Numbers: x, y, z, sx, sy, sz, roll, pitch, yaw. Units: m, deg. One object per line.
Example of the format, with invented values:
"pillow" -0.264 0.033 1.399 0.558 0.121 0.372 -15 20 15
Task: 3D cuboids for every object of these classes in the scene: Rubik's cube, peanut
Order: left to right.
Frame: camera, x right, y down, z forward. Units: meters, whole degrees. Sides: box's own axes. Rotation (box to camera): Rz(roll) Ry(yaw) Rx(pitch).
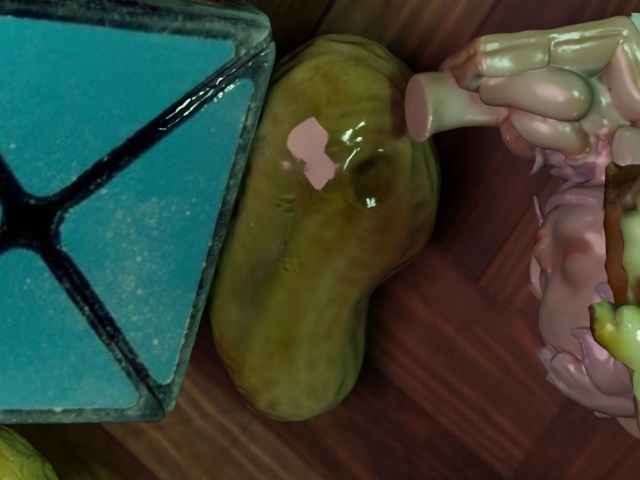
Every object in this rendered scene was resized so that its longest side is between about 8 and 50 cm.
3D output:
"Rubik's cube" -0.207 -0.057 1.078 0.255 0.259 0.260 42 124 49
"peanut" 0.000 0.000 1.104 0.110 0.120 0.236 46 130 54

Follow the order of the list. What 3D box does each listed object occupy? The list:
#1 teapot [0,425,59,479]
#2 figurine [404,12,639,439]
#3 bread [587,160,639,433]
"teapot" -0.240 0.212 1.254 0.311 0.167 0.203 20 85 3
"figurine" 0.144 0.001 1.002 0.141 0.162 0.236 -20 91 -13
"bread" 0.323 0.098 0.793 0.279 0.371 0.390 -24 85 27
